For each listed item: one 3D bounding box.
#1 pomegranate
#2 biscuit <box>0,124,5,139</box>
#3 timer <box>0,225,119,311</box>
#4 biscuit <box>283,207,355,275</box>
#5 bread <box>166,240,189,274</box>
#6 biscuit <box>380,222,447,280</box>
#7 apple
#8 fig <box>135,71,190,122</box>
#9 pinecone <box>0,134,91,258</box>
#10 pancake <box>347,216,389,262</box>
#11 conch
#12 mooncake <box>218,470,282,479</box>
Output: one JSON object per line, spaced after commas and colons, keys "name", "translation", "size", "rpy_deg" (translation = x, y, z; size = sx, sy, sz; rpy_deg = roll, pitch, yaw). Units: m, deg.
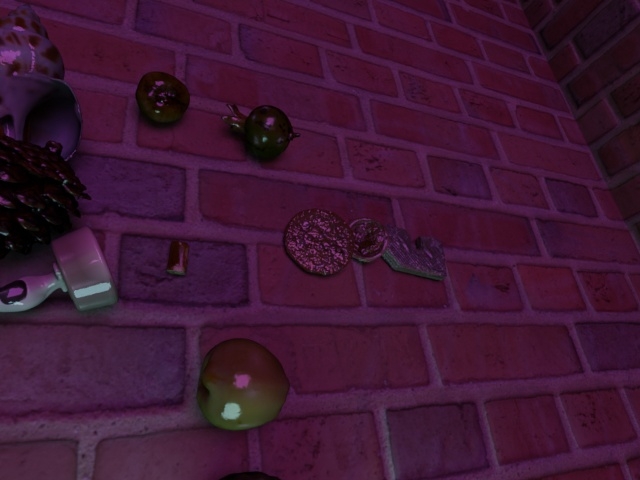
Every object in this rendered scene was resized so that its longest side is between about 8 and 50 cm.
{"name": "pomegranate", "translation": [-0.179, -0.342, 1.275], "size": [0.220, 0.156, 0.156], "rpy_deg": [40, 53, 9]}
{"name": "biscuit", "translation": [-0.770, -0.178, 0.887], "size": [0.229, 0.176, 0.031], "rpy_deg": [1, 22, -9]}
{"name": "timer", "translation": [-0.561, 0.094, 0.839], "size": [0.266, 0.175, 0.175], "rpy_deg": [-23, 76, -30]}
{"name": "biscuit", "translation": [0.000, 0.001, 1.239], "size": [0.220, 0.033, 0.219], "rpy_deg": [8, 60, -15]}
{"name": "bread", "translation": [-0.348, 0.043, 1.050], "size": [0.047, 0.036, 0.083], "rpy_deg": [7, 62, -14]}
{"name": "biscuit", "translation": [0.289, 0.035, 1.364], "size": [0.250, 0.046, 0.147], "rpy_deg": [15, 59, -19]}
{"name": "apple", "translation": [-0.168, 0.305, 0.908], "size": [0.200, 0.200, 0.199], "rpy_deg": [12, 59, -21]}
{"name": "fig", "translation": [-0.435, -0.397, 1.190], "size": [0.153, 0.121, 0.135], "rpy_deg": [-33, 120, -54]}
{"name": "pinecone", "translation": [-0.601, -0.084, 0.853], "size": [0.224, 0.224, 0.272], "rpy_deg": [36, 80, -5]}
{"name": "pancake", "translation": [0.137, -0.003, 1.297], "size": [0.152, 0.025, 0.151], "rpy_deg": [2, 68, -4]}
{"name": "conch", "translation": [-0.667, -0.343, 0.967], "size": [0.250, 0.197, 0.367], "rpy_deg": [9, 104, -29]}
{"name": "mooncake", "translation": [-0.145, 0.565, 0.818], "size": [0.229, 0.124, 0.227], "rpy_deg": [10, 66, -22]}
